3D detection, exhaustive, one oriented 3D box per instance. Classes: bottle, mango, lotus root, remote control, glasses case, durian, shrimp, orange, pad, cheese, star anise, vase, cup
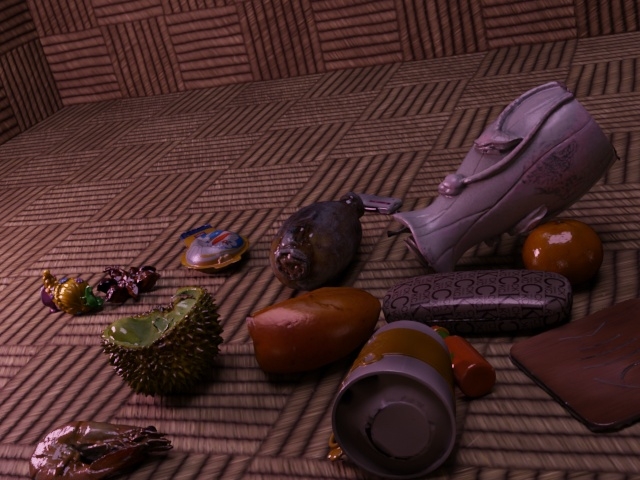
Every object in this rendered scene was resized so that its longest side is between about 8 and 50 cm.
[{"bbox_3d":[0.233,0.200,1.539,0.069,0.069,0.187,-18,23,-10],"label":"bottle"},{"bbox_3d":[-0.004,0.161,1.671,0.256,0.138,0.187,-13,8,-4],"label":"mango"},{"bbox_3d":[0.000,0.002,1.988,0.175,0.175,0.349,1,24,29],"label":"lotus root"},{"bbox_3d":[0.125,-0.098,2.283,0.166,0.029,0.065,8,31,39],"label":"remote control"},{"bbox_3d":[0.290,0.114,1.669,0.354,0.085,0.137,-4,27,21],"label":"glasses case"},{"bbox_3d":[-0.290,0.195,1.697,0.200,0.177,0.237,22,47,38],"label":"durian"},{"bbox_3d":[-0.378,0.364,1.522,0.267,0.061,0.145,-6,34,9],"label":"shrimp"},{"bbox_3d":[0.469,0.021,1.727,0.156,0.124,0.156,-10,24,5],"label":"orange"},{"bbox_3d":[0.495,0.194,1.467,0.286,0.018,0.284,-20,24,-12],"label":"pad"},{"bbox_3d":[-0.273,0.016,2.199,0.176,0.069,0.270,-23,26,-18],"label":"cheese"},{"bbox_3d":[-0.459,0.104,2.132,0.167,0.057,0.168,-4,31,2],"label":"star anise"},{"bbox_3d":[0.361,-0.109,1.803,0.445,0.250,0.250,-39,24,6],"label":"vase"},{"bbox_3d":[0.105,0.252,1.399,0.241,0.185,0.226,-39,9,23],"label":"cup"}]

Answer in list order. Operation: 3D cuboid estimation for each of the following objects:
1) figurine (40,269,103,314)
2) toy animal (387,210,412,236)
[{"bbox_3d":[-0.592,0.118,2.101,0.156,0.115,0.095,6,41,33],"label":"figurine"},{"bbox_3d":[0.268,-0.038,1.987,0.176,0.074,0.216,-8,-7,37],"label":"toy animal"}]
